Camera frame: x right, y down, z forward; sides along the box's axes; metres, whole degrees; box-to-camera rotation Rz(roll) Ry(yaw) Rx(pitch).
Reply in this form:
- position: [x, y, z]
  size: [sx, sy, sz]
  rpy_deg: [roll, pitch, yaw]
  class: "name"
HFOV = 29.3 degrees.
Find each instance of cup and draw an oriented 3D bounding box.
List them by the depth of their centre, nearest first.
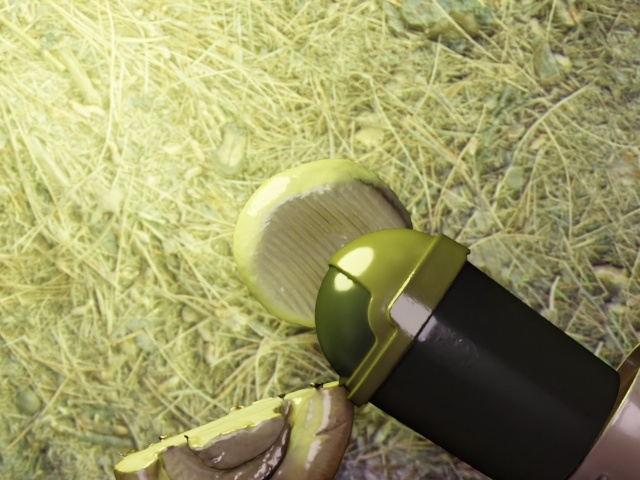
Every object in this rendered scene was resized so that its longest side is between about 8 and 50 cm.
- position: [0.380, 0.256, 1.314]
  size: [0.200, 0.191, 0.253]
  rpy_deg: [32, 42, 8]
  class: "cup"

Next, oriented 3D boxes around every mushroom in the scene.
- position: [-0.080, 0.266, 1.384]
  size: [0.285, 0.156, 0.151]
  rpy_deg: [-20, 90, -12]
  class: "mushroom"

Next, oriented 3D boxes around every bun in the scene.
- position: [0.000, 0.000, 1.476]
  size: [0.222, 0.127, 0.222]
  rpy_deg: [-4, 104, -19]
  class: "bun"

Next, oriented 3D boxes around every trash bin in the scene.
- position: [0.141, 0.124, 1.347]
  size: [0.334, 0.214, 0.214]
  rpy_deg: [36, 77, 0]
  class: "trash bin"
